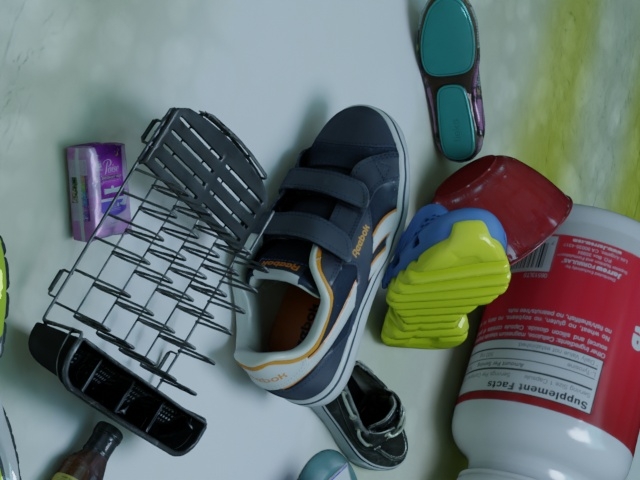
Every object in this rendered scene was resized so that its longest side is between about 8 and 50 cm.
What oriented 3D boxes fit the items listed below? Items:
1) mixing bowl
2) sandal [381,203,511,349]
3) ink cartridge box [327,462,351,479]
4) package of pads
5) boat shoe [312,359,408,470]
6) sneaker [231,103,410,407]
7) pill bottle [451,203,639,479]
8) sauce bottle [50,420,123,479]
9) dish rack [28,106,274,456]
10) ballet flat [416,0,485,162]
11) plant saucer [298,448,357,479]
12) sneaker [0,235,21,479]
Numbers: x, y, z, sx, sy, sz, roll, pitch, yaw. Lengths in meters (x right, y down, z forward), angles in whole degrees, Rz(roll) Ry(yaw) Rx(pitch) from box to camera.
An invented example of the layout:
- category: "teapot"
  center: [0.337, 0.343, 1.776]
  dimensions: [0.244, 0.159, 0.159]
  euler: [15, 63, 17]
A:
- category: "mixing bowl"
  center: [0.199, -0.038, 1.559]
  dimensions: [0.098, 0.181, 0.181]
  euler: [54, 48, -14]
- category: "sandal"
  center: [0.122, 0.021, 1.409]
  dimensions: [0.317, 0.126, 0.138]
  euler: [117, -26, -70]
- category: "ink cartridge box"
  center: [-0.023, 0.364, 1.344]
  dimensions: [0.206, 0.045, 0.208]
  euler: [-38, 125, -37]
- category: "package of pads"
  center: [-0.188, -0.042, 1.111]
  dimensions: [0.050, 0.032, 0.083]
  euler: [-16, 105, -56]
- category: "boat shoe"
  center: [0.054, 0.196, 1.437]
  dimensions: [0.219, 0.070, 0.077]
  euler: [49, 54, -44]
- category: "sneaker"
  center: [0.000, 0.000, 1.299]
  dimensions: [0.127, 0.126, 0.321]
  euler: [31, 67, -54]
- category: "pill bottle"
  center: [0.299, 0.177, 1.643]
  dimensions: [0.229, 0.229, 0.407]
  euler: [44, 58, -47]
- category: "sauce bottle"
  center: [-0.209, 0.210, 1.094]
  dimensions: [0.128, 0.042, 0.042]
  euler: [-59, 136, -31]
- category: "dish rack"
  center: [-0.125, 0.030, 1.128]
  dimensions: [0.271, 0.074, 0.208]
  euler: [-61, 146, -14]
- category: "ballet flat"
  center: [0.162, -0.204, 1.566]
  dimensions: [0.079, 0.077, 0.221]
  euler: [-63, 147, -57]
- category: "plant saucer"
  center: [0.011, 0.290, 1.427]
  dimensions: [0.119, 0.021, 0.119]
  euler: [-8, 100, -54]
- category: "sneaker"
  center: [-0.296, 0.123, 0.931]
  dimensions: [0.121, 0.111, 0.299]
  euler: [-5, 92, -44]
